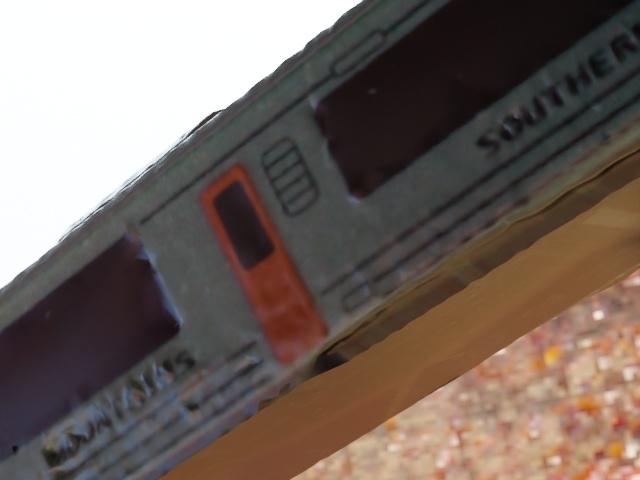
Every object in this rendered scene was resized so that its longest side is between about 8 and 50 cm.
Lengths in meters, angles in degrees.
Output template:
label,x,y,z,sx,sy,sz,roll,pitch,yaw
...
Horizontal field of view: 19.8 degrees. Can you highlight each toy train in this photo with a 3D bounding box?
label,x,y,z,sx,sy,sz,roll,pitch,yaw
toy train,0.000,0.000,0.472,0.086,0.409,0.089,-4,-117,-58
